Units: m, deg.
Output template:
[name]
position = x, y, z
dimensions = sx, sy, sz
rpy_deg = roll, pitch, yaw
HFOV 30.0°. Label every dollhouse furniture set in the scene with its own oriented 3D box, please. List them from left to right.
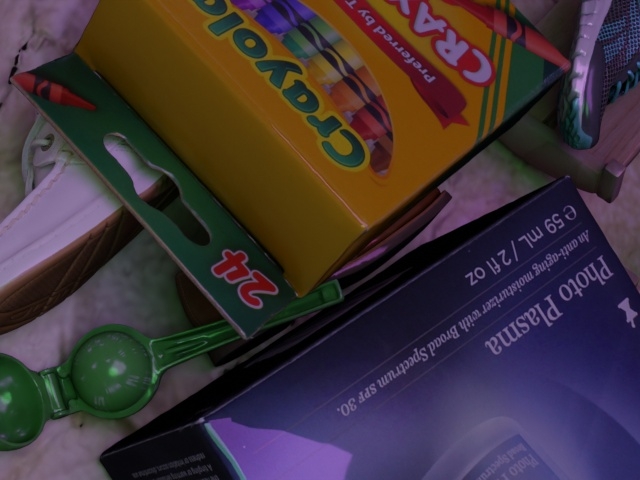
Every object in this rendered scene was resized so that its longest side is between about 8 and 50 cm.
[dollhouse furniture set]
position = 0.213, -0.054, 0.936
dimensions = 0.356, 0.173, 0.303
rpy_deg = 38, 70, 22

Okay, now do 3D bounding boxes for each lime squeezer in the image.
[lime squeezer]
position = -0.138, 0.070, 0.677
dimensions = 0.310, 0.110, 0.058
rpy_deg = -11, 59, -33

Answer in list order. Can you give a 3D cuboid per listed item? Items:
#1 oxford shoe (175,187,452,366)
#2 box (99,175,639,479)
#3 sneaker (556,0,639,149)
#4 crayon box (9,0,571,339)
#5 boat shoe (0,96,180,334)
[oxford shoe]
position = 0.000, 0.000, 0.791
dimensions = 0.212, 0.076, 0.076
rpy_deg = -28, 79, -31
[box]
position = 0.086, 0.166, 0.718
dimensions = 0.296, 0.183, 0.294
rpy_deg = -32, 91, -31
[sneaker]
position = 0.215, -0.134, 0.847
dimensions = 0.076, 0.065, 0.166
rpy_deg = 15, 66, 8
[crayon box]
position = 0.000, -0.102, 0.729
dimensions = 0.202, 0.081, 0.318
rpy_deg = 47, 45, 4
[boat shoe]
position = -0.138, -0.048, 0.723
dimensions = 0.096, 0.098, 0.277
rpy_deg = 44, 47, -1
